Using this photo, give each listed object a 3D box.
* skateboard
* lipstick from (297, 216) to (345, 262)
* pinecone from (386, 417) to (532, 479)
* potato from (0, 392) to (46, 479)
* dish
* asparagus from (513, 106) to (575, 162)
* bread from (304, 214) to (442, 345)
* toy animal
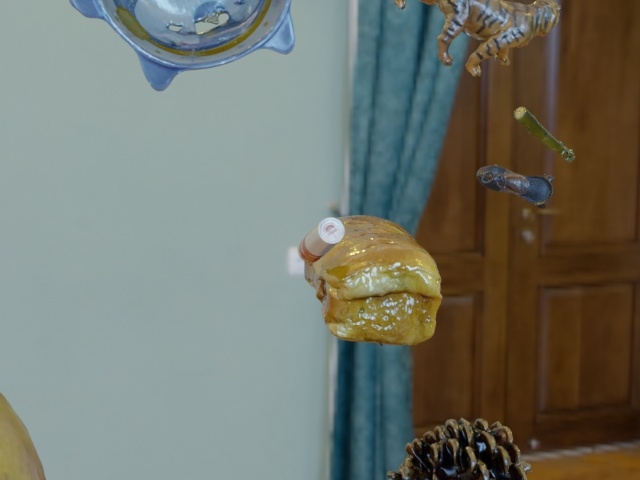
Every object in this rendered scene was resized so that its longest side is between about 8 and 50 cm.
[{"bbox_3d":[0.374,-0.108,2.339,0.151,0.067,0.080,16,8,10],"label":"skateboard"},{"bbox_3d":[0.000,0.000,1.683,0.038,0.038,0.131,-2,-13,-14],"label":"lipstick"},{"bbox_3d":[0.260,0.441,2.221,0.257,0.243,0.243,-5,7,16],"label":"pinecone"},{"bbox_3d":[-0.298,0.168,0.811,0.289,0.237,0.301,-13,-25,35],"label":"potato"},{"bbox_3d":[-0.133,-0.264,1.236,0.236,0.227,0.086,6,7,-12],"label":"dish"},{"bbox_3d":[0.235,-0.107,1.255,0.015,0.018,0.127,7,-14,38],"label":"asparagus"},{"bbox_3d":[0.074,0.047,1.867,0.195,0.148,0.344,5,13,-9],"label":"bread"},{"bbox_3d":[0.176,-0.305,1.570,0.255,0.116,0.114,27,33,-4],"label":"toy animal"}]
